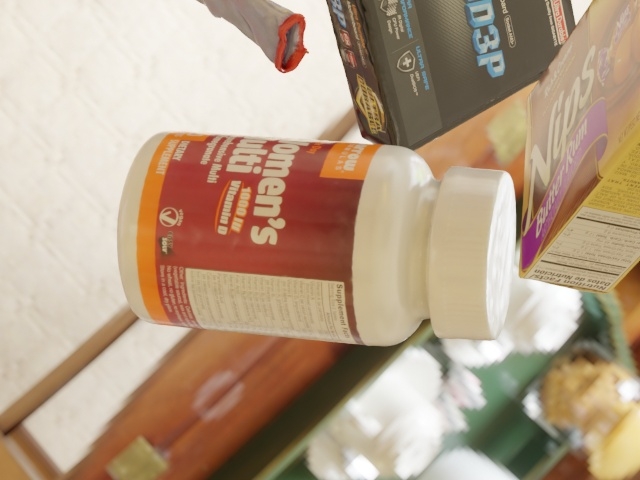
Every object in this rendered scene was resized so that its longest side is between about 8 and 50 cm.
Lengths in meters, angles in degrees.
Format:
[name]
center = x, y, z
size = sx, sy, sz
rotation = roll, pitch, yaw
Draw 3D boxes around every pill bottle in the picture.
[pill bottle]
center = 0.000, 0.000, 1.109
size = 0.121, 0.221, 0.121
rotation = 4, 90, -75

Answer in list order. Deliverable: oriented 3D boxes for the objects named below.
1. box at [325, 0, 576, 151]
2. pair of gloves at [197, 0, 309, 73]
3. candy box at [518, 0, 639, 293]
[box]
center = 0.086, -0.193, 1.295
size = 0.175, 0.051, 0.220
rotation = -30, 124, -23
[pair of gloves]
center = -0.056, -0.167, 0.868
size = 0.023, 0.159, 0.198
rotation = -42, 168, -21
[candy box]
center = 0.147, -0.063, 0.863
size = 0.053, 0.109, 0.186
rotation = 11, 153, -11
